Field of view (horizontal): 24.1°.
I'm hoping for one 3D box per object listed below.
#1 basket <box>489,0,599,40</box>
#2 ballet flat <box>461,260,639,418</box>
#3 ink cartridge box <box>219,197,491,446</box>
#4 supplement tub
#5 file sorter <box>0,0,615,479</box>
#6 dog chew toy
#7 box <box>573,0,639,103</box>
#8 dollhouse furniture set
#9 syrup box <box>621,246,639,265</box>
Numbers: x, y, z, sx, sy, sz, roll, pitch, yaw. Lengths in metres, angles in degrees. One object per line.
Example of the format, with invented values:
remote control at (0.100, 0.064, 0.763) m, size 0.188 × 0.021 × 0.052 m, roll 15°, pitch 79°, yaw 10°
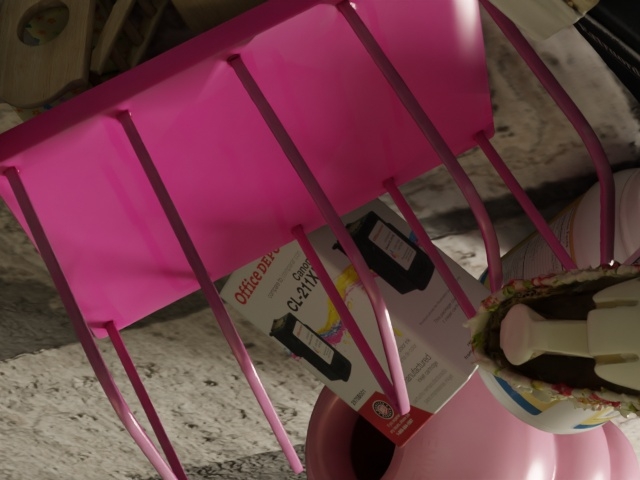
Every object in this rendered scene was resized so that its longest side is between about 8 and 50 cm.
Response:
basket at (0.096, -0.192, 0.640) m, size 0.103 × 0.167 × 0.113 m, roll -27°, pitch 140°, yaw 31°
ballet flat at (0.143, 0.049, 0.698) m, size 0.077 × 0.091 × 0.241 m, roll 6°, pitch 170°, yaw -21°
ink cartridge box at (0.028, 0.044, 1.047) m, size 0.175 × 0.072 × 0.127 m, roll 39°, pitch 145°, yaw 4°
supplement tub at (0.209, 0.038, 1.046) m, size 0.144 × 0.144 × 0.200 m, roll 16°, pitch 146°, yaw -24°
file sorter at (0.000, 0.000, 0.844) m, size 0.291 × 0.182 × 0.202 m, roll -27°, pitch 149°, yaw -5°
dog chew toy at (0.147, 0.191, 1.270) m, size 0.332 × 0.206 × 0.207 m, roll 18°, pitch 146°, yaw -41°
box at (0.336, -0.035, 0.720) m, size 0.212 × 0.293 × 0.395 m, roll -45°, pitch 136°, yaw 8°
dollhouse furniture set at (-0.079, -0.081, 0.892) m, size 0.161 × 0.101 × 0.182 m, roll -9°, pitch 148°, yaw 16°
syrup box at (0.231, 0.073, 0.742) m, size 0.093 × 0.237 × 0.096 m, roll -44°, pitch 112°, yaw 7°
